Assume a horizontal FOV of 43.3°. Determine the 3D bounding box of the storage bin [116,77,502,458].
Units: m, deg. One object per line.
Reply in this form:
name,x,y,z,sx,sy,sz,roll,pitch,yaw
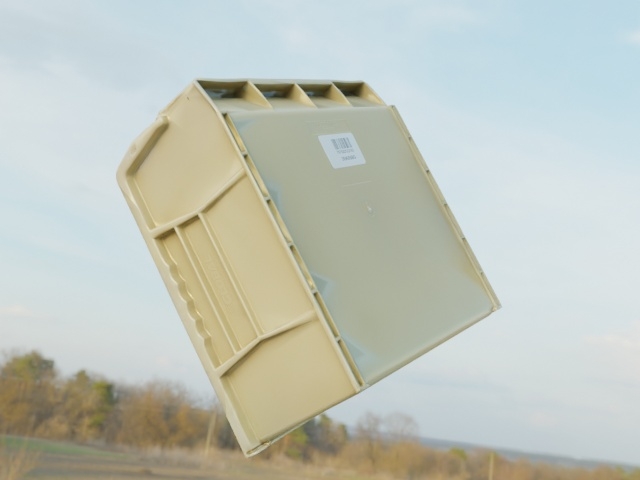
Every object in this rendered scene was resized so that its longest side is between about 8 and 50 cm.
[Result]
storage bin,0.000,0.000,0.684,0.123,0.260,0.262,-33,-10,34
